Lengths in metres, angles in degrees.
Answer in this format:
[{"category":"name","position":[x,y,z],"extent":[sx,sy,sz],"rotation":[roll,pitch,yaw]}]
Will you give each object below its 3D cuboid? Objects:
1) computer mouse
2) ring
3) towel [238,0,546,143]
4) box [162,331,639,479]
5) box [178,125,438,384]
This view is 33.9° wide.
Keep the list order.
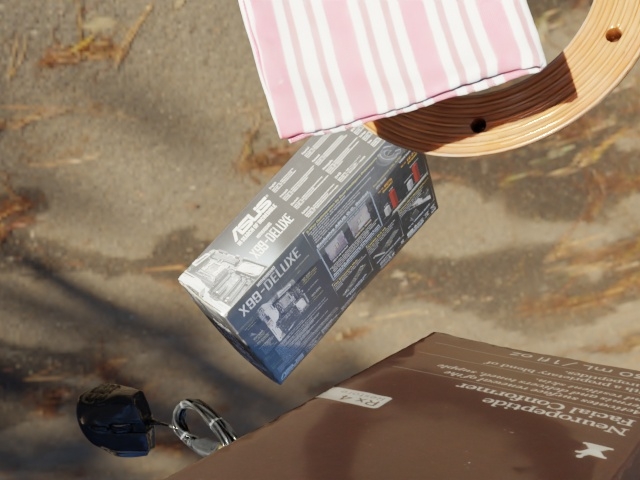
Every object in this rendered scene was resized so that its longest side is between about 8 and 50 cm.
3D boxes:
[{"category":"computer mouse","position":[-0.154,0.169,0.933],"extent":[0.041,0.071,0.242],"rotation":[-18,-170,-40]},{"category":"ring","position":[0.151,-0.233,0.983],"extent":[0.337,0.336,0.032],"rotation":[-20,158,19]},{"category":"towel","position":[0.047,-0.160,0.738],"extent":[0.197,0.144,0.029],"rotation":[-16,167,0]},{"category":"box","position":[0.060,0.168,0.569],"extent":[0.191,0.143,0.381],"rotation":[9,-165,29]},{"category":"box","position":[0.000,0.000,1.206],"extent":[0.307,0.076,0.242],"rotation":[-48,154,-10]}]
